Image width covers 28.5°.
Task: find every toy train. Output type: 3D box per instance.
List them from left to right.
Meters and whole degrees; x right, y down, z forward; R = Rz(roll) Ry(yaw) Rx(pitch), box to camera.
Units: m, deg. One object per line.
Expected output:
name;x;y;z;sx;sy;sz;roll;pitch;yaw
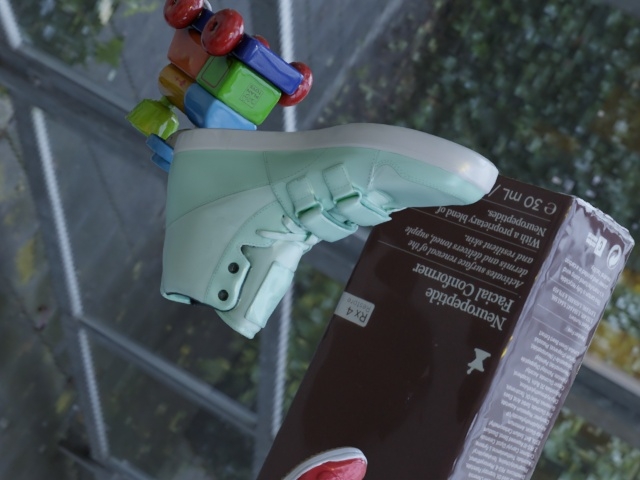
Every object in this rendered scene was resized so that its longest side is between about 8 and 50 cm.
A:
toy train;-0.124;-0.148;1.136;0.105;0.248;0.143;34;94;-37

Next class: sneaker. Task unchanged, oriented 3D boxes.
sneaker;-0.010;0.175;0.757;0.118;0.067;0.042;-29;131;-17
sneaker;0.000;0.000;0.890;0.094;0.256;0.151;29;66;-57

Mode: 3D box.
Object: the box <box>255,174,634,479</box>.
box;0.102;0.125;1.126;0.143;0.191;0.381;26;86;-49
